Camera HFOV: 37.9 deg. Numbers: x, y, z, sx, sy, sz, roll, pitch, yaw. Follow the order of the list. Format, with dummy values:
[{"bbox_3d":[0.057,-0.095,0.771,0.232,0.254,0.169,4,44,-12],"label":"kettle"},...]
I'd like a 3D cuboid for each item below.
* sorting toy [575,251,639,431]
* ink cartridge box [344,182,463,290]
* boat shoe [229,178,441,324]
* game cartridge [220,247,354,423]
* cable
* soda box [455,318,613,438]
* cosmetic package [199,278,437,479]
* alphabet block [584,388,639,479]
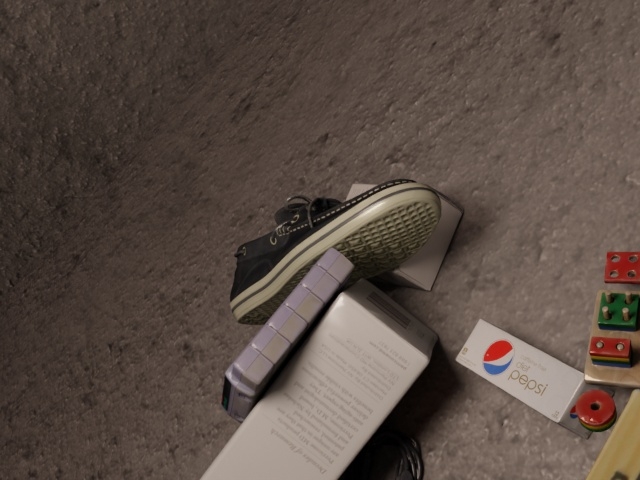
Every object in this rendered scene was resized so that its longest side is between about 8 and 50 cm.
[{"bbox_3d":[0.397,0.105,1.140,0.132,0.046,0.274,3,56,27],"label":"sorting toy"},{"bbox_3d":[0.121,-0.010,1.611,0.218,0.092,0.158,8,71,57],"label":"ink cartridge box"},{"bbox_3d":[0.000,0.000,1.518,0.500,0.187,0.156,-33,58,50],"label":"boat shoe"},{"bbox_3d":[-0.060,0.159,1.417,0.230,0.068,0.355,-45,-9,-20],"label":"game cartridge"},{"bbox_3d":[0.089,0.369,1.403,0.150,0.047,0.184,-33,40,44],"label":"cable"},{"bbox_3d":[0.285,0.183,1.263,0.074,0.069,0.216,-59,34,-1],"label":"soda box"},{"bbox_3d":[-0.023,0.288,1.411,0.453,0.161,0.230,-53,-6,9],"label":"cosmetic package"},{"bbox_3d":[0.386,0.294,0.931,0.197,0.192,0.193,-61,31,-2],"label":"alphabet block"}]
